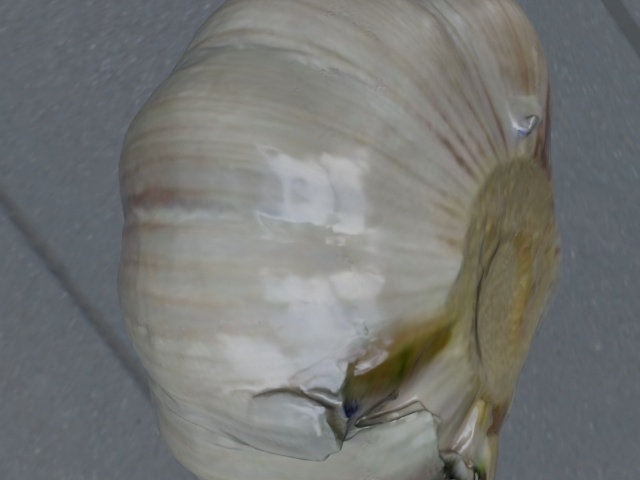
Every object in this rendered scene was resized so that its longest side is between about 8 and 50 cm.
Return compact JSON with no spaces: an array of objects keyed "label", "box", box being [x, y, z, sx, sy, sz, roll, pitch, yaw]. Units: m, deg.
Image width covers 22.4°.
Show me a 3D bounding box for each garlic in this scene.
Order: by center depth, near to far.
[{"label":"garlic","box":[0.015,0.000,0.861,0.241,0.322,0.322,13,107,4]}]
